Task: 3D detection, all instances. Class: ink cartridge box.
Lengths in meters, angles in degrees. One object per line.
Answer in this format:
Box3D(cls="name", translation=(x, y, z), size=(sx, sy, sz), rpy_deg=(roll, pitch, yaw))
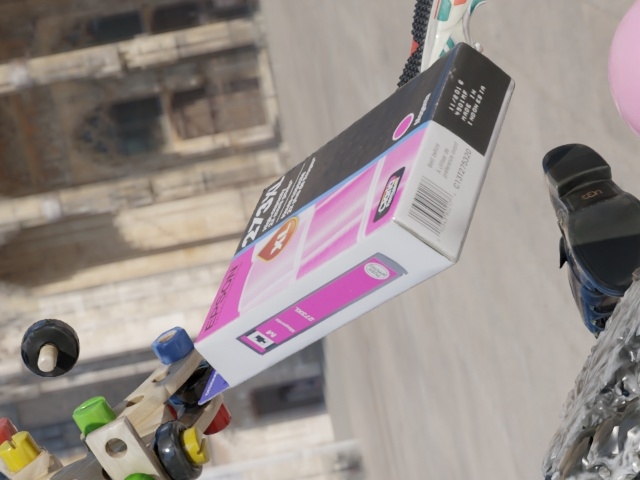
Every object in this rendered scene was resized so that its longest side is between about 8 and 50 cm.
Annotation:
Box3D(cls="ink cartridge box", translation=(0.000, 0.000, 1.060), size=(0.371, 0.069, 0.175), rpy_deg=(-37, 25, 51))

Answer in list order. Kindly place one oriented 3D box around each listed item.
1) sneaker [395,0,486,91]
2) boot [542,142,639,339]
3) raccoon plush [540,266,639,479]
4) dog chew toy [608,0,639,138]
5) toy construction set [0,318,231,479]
Box3D(cls="sneaker", translation=(0.126, -0.179, 1.346), size=(0.057, 0.075, 0.161), rpy_deg=(-144, 64, -71))
Box3D(cls="boot", translation=(0.328, 0.035, 1.542), size=(0.263, 0.091, 0.229), rpy_deg=(-101, -5, -50))
Box3D(cls="raccoon plush", translation=(0.351, 0.090, 0.868), size=(0.446, 0.299, 0.216), rpy_deg=(-61, -1, -24))
Box3D(cls="dog chew toy", translation=(0.442, -0.188, 1.366), size=(0.332, 0.207, 0.206), rpy_deg=(179, 79, -71))
Box3D(cls="toy construction set", translation=(-0.206, 0.249, 1.273), size=(0.237, 0.258, 0.308), rpy_deg=(-111, 17, -69))
